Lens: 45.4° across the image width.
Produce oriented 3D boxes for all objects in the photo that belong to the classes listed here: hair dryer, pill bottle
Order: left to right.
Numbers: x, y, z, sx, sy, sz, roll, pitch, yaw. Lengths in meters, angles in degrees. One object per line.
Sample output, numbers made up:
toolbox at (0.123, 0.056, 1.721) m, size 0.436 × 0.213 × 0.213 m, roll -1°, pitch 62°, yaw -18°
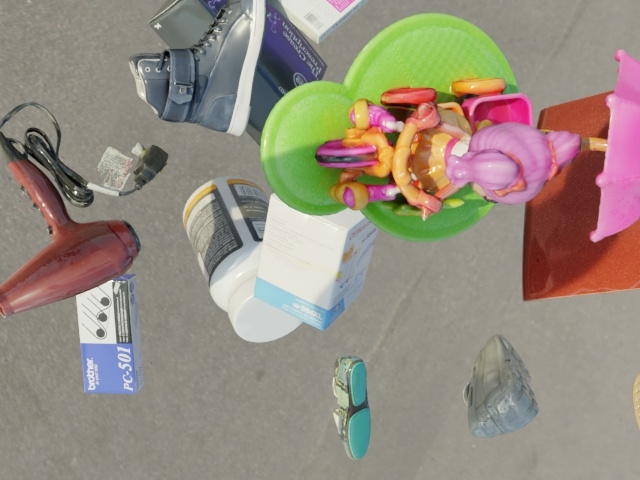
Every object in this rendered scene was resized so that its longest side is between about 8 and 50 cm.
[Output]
hair dryer at (-0.341, -0.027, 0.997) m, size 0.223 × 0.080 × 0.294 m, roll 17°, pitch 59°, yaw -6°
pill bottle at (-0.126, 0.028, 1.302) m, size 0.162 × 0.278 × 0.162 m, roll -15°, pitch 136°, yaw -15°

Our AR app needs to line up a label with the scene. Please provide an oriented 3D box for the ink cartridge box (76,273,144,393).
ink cartridge box at (-0.369, 0.164, 1.342) m, size 0.097 × 0.046 × 0.207 m, roll -1°, pitch 101°, yaw 7°

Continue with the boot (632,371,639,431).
boot at (0.578, 0.325, 1.233) m, size 0.090 × 0.249 × 0.207 m, roll -28°, pitch 162°, yaw 16°

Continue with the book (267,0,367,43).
book at (0.012, -0.343, 1.037) m, size 0.144 × 0.096 × 0.035 m, roll -44°, pitch 169°, yaw -18°

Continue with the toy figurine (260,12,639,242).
toy figurine at (0.080, -0.047, 0.363) m, size 0.173 × 0.159 × 0.130 m, roll -11°, pitch 104°, yaw -25°

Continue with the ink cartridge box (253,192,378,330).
ink cartridge box at (0.000, 0.000, 0.791) m, size 0.092 × 0.089 × 0.143 m, roll -40°, pitch 149°, yaw -51°

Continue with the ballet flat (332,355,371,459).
ballet flat at (0.051, 0.288, 1.338) m, size 0.070 × 0.070 × 0.189 m, roll -8°, pitch 104°, yaw -36°

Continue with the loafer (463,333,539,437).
loafer at (0.287, 0.238, 1.273) m, size 0.111 × 0.319 × 0.112 m, roll -35°, pitch 87°, yaw 14°

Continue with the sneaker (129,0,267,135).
sneaker at (-0.162, -0.260, 1.002) m, size 0.163 × 0.086 × 0.226 m, roll 7°, pitch 102°, yaw -19°

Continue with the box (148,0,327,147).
box at (-0.121, -0.309, 1.216) m, size 0.261 × 0.103 × 0.184 m, roll 47°, pitch 40°, yaw -25°

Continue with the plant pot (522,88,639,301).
plant pot at (0.403, -0.064, 0.956) m, size 0.267 × 0.267 × 0.236 m, roll -3°, pitch 83°, yaw -56°
